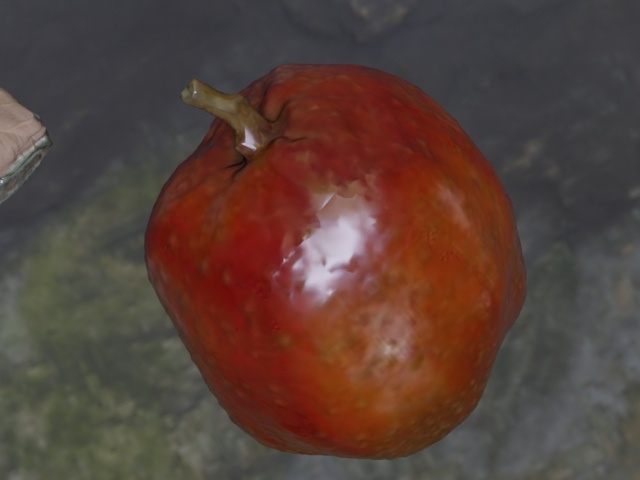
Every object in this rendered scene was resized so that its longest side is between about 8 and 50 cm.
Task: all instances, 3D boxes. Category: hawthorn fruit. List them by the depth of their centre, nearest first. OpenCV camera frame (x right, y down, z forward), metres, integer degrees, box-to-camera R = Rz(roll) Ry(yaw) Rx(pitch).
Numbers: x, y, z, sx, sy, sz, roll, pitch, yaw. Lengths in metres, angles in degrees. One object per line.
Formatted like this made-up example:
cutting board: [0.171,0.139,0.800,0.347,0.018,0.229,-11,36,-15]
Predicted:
hawthorn fruit: [0.000,0.000,0.987,0.205,0.205,0.253,-28,138,8]

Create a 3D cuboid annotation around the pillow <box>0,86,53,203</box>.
pillow: [-0.226,-0.053,0.697,0.126,0.232,0.043,-53,160,-38]
